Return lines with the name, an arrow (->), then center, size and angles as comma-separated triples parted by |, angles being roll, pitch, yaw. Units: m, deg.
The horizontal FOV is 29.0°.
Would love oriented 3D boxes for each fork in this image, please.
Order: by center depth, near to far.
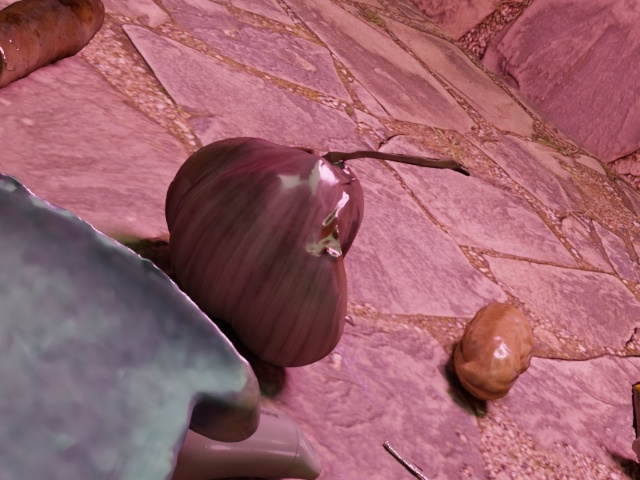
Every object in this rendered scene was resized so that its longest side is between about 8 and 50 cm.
fork -> 0.097, 0.207, 1.037 | 0.115, 0.012, 0.016 | 37, 15, 14

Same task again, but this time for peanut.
peanut -> 0.183, 0.116, 1.290 | 0.080, 0.080, 0.174 | 38, 23, 3

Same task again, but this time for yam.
yam -> -0.285, -0.206, 1.235 | 0.067, 0.071, 0.317 | 1, 19, 8

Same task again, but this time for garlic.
garlic -> 0.000, 0.000, 1.073 | 0.207, 0.257, 0.207 | 163, -90, -85

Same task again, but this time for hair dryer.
hair dryer -> -0.128, 0.087, 0.878 | 0.237, 0.075, 0.206 | 40, 11, 33

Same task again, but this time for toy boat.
toy boat -> -0.191, 0.081, 0.661 | 0.330, 0.123, 0.215 | 31, 55, -23

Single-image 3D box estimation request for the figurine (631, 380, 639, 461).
figurine -> 0.433, 0.268, 1.266 | 0.309, 0.143, 0.308 | 15, 23, -6
